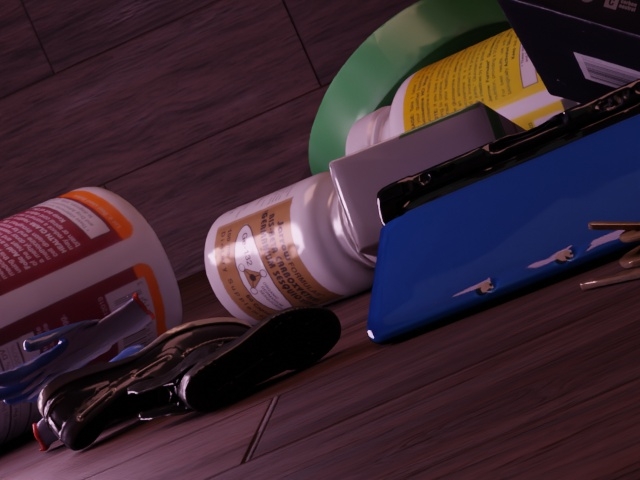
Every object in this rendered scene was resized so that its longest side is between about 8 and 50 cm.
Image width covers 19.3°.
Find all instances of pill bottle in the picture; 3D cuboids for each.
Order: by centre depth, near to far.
[{"bbox_3d":[0.000,0.000,1.947,0.229,0.131,0.131,-21,4,40],"label":"pill bottle"},{"bbox_3d":[-0.361,0.108,1.998,0.392,0.224,0.224,-25,3,-36],"label":"pill bottle"},{"bbox_3d":[0.197,-0.121,1.998,0.334,0.188,0.188,-21,4,36],"label":"pill bottle"}]

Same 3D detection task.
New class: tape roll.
[{"bbox_3d":[0.136,-0.149,2.251,0.321,0.077,0.321,-27,-36,-22],"label":"tape roll"}]

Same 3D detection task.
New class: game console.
[{"bbox_3d":[0.203,-0.006,1.504,0.293,0.173,0.250,-22,-28,24],"label":"game console"}]

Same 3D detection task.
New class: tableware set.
[{"bbox_3d":[0.259,-0.021,1.208,0.128,0.039,0.194,-25,3,-27],"label":"tableware set"}]

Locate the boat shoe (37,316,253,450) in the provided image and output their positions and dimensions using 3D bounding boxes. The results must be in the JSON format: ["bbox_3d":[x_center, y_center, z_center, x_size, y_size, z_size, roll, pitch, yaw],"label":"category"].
[{"bbox_3d":[-0.143,0.131,1.664,0.206,0.075,0.065,-19,45,-17],"label":"boat shoe"}]

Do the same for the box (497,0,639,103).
[{"bbox_3d":[0.307,-0.286,1.644,0.179,0.312,0.343,19,-5,17],"label":"box"}]

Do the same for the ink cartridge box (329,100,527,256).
[{"bbox_3d":[0.122,-0.047,1.748,0.154,0.093,0.212,-22,-11,17],"label":"ink cartridge box"}]

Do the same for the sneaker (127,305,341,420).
[{"bbox_3d":[-0.070,0.099,1.533,0.170,0.051,0.089,-28,9,-15],"label":"sneaker"}]

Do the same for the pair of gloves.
[{"bbox_3d":[-0.207,0.120,1.690,0.159,0.023,0.198,-32,-28,-6],"label":"pair of gloves"}]
